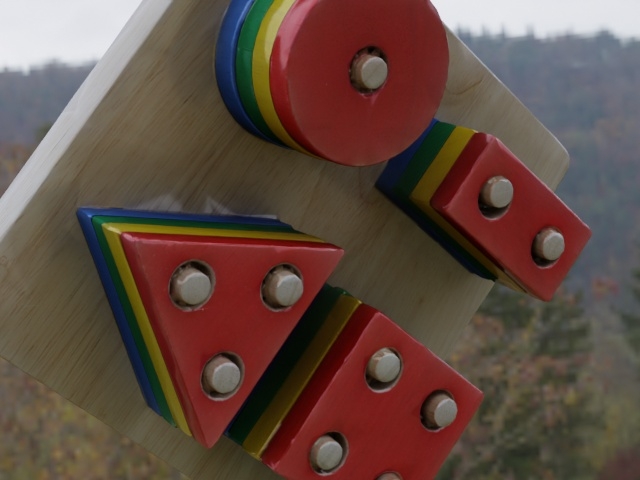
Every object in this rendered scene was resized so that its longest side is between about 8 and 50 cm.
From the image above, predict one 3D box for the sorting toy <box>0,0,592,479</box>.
[{"bbox_3d":[0.000,0.000,0.747,0.255,0.257,0.089,40,-9,-36],"label":"sorting toy"}]
